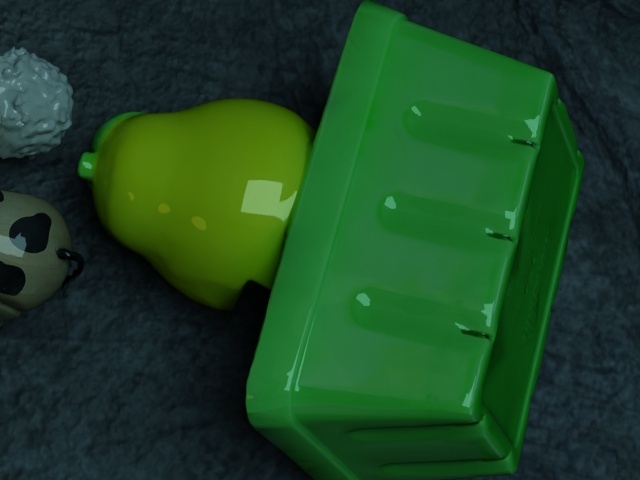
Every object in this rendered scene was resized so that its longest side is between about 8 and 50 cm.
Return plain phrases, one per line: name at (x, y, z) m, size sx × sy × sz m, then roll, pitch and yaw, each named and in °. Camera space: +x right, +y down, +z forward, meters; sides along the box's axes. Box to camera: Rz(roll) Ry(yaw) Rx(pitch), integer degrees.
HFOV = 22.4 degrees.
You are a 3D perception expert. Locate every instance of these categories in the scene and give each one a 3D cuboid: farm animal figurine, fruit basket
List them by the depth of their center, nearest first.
farm animal figurine at (-0.327, 0.008, 1.186) m, size 0.326 × 0.172 × 0.330 m, roll -1°, pitch 78°, yaw -24°
fruit basket at (0.000, 0.000, 1.331) m, size 0.392 × 0.283 × 0.392 m, roll -8°, pitch 64°, yaw 16°
